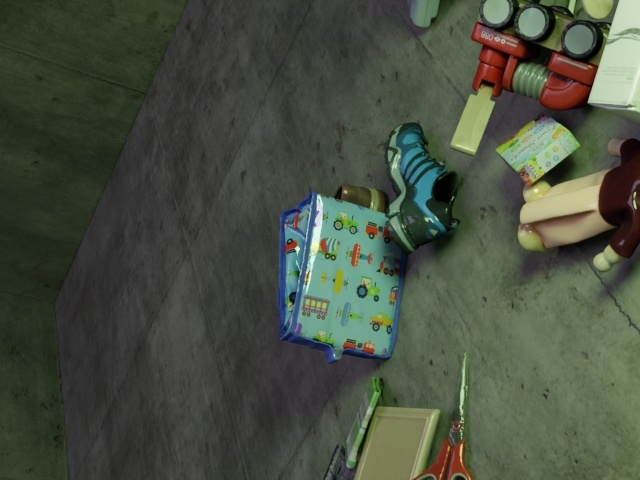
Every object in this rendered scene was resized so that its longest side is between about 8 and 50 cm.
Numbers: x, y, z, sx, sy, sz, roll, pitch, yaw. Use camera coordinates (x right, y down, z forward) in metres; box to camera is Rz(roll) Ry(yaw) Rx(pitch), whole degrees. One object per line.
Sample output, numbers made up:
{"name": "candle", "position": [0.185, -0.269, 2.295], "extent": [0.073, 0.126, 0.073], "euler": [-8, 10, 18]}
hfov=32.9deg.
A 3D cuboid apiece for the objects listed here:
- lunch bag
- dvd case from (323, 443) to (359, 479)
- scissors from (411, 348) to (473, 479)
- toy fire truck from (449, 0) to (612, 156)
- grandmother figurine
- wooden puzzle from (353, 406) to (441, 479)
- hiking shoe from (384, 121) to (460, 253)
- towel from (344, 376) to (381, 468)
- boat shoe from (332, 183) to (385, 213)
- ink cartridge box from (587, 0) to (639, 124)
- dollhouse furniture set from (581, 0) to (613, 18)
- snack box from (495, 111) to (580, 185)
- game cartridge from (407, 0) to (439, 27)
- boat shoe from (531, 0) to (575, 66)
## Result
{"name": "lunch bag", "position": [0.041, 0.087, 2.032], "extent": [0.138, 0.221, 0.293], "euler": [-33, 48, 54]}
{"name": "dvd case", "position": [0.051, 0.500, 2.015], "extent": [0.221, 0.018, 0.164], "euler": [36, 107, 63]}
{"name": "scissors", "position": [0.228, 0.323, 1.756], "extent": [0.109, 0.021, 0.297], "euler": [15, 69, 30]}
{"name": "toy fire truck", "position": [0.316, -0.243, 1.679], "extent": [0.217, 0.158, 0.246], "euler": [27, 112, 26]}
{"name": "grandmother figurine", "position": [0.413, -0.057, 1.525], "extent": [0.342, 0.104, 0.207], "euler": [-24, 60, 60]}
{"name": "wooden puzzle", "position": [0.126, 0.399, 1.878], "extent": [0.239, 0.044, 0.221], "euler": [-19, 49, 65]}
{"name": "hiking shoe", "position": [0.198, -0.108, 2.002], "extent": [0.132, 0.113, 0.304], "euler": [-19, 47, 23]}
{"name": "towel", "position": [0.081, 0.335, 2.001], "extent": [0.113, 0.023, 0.152], "euler": [-92, 23, -81]}
{"name": "boat shoe", "position": [0.000, 0.000, 2.267], "extent": [0.342, 0.123, 0.123], "euler": [-48, 37, 42]}
{"name": "ink cartridge box", "position": [0.471, -0.259, 1.452], "extent": [0.092, 0.159, 0.217], "euler": [17, 91, 62]}
{"name": "dollhouse furniture set", "position": [0.390, -0.426, 1.638], "extent": [0.355, 0.303, 0.173], "euler": [19, 131, 65]}
{"name": "snack box", "position": [0.339, -0.146, 1.702], "extent": [0.100, 0.037, 0.141], "euler": [-40, 17, 9]}
{"name": "game cartridge", "position": [0.203, -0.605, 2.197], "extent": [0.198, 0.062, 0.297], "euler": [89, 176, -52]}
{"name": "boat shoe", "position": [0.370, -0.423, 1.813], "extent": [0.109, 0.091, 0.305], "euler": [-17, 61, 59]}
